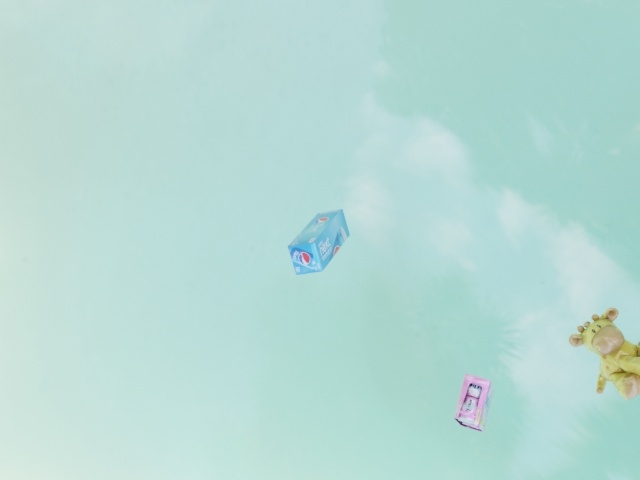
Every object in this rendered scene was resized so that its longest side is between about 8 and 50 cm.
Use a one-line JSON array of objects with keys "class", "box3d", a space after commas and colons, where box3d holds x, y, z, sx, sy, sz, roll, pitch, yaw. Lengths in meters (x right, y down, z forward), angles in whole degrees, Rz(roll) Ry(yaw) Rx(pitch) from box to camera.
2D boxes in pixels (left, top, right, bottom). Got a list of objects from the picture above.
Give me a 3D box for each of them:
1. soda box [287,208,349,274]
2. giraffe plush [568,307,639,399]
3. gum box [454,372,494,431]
[{"class": "soda box", "box3d": [0.000, 0.000, 1.598, 0.067, 0.210, 0.071, -9, 109, 24]}, {"class": "giraffe plush", "box3d": [0.710, 0.259, 1.705, 0.181, 0.210, 0.170, -38, 93, -21]}, {"class": "gum box", "box3d": [0.365, 0.386, 1.674, 0.062, 0.107, 0.188, 13, 165, 20]}]
